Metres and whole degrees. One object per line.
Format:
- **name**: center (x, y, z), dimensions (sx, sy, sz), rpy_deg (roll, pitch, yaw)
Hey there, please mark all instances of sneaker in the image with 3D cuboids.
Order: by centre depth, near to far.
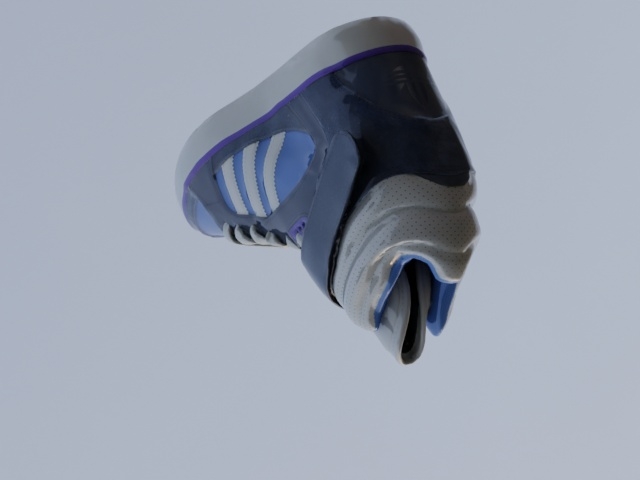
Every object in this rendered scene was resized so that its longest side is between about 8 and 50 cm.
- **sneaker**: center (0.001, 0.000, 1.106), dimensions (0.130, 0.323, 0.236), rpy_deg (-1, -113, -35)
